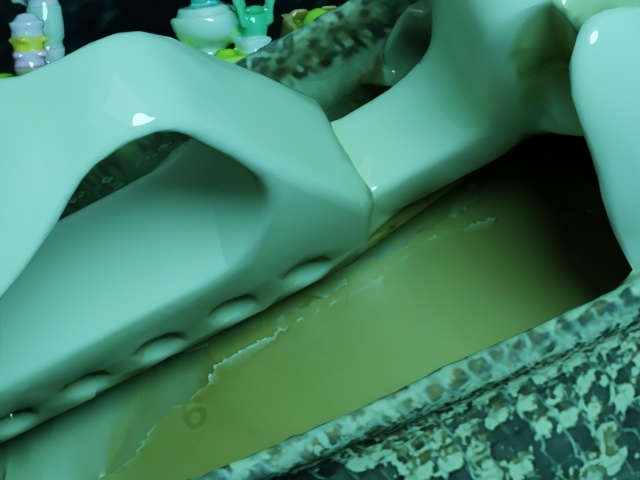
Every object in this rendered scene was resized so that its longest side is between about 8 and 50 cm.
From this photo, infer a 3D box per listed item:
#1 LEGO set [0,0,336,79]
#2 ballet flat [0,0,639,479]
[{"bbox_3d":[-0.106,-0.081,0.644,0.287,0.107,0.132,-5,10,6],"label":"LEGO set"},{"bbox_3d":[0.000,0.000,0.489,0.482,0.182,0.164,-26,53,1],"label":"ballet flat"}]
